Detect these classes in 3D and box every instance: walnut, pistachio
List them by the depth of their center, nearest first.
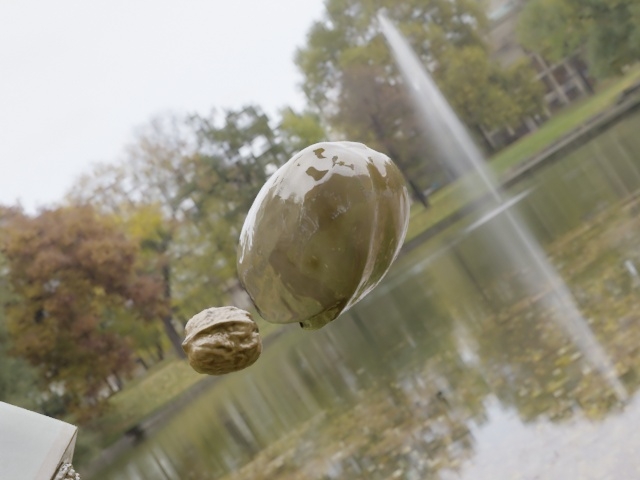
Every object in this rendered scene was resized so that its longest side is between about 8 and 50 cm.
[{"bbox_3d":[0.000,0.000,1.057,0.238,0.138,0.153,130,151,-59],"label":"pistachio"},{"bbox_3d":[-0.117,0.119,1.374,0.096,0.079,0.082,-6,-39,-17],"label":"walnut"}]

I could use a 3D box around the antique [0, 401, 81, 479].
[{"bbox_3d":[-0.324,0.266,1.158,0.146,0.148,0.152,-75,1,-57],"label":"antique"}]
